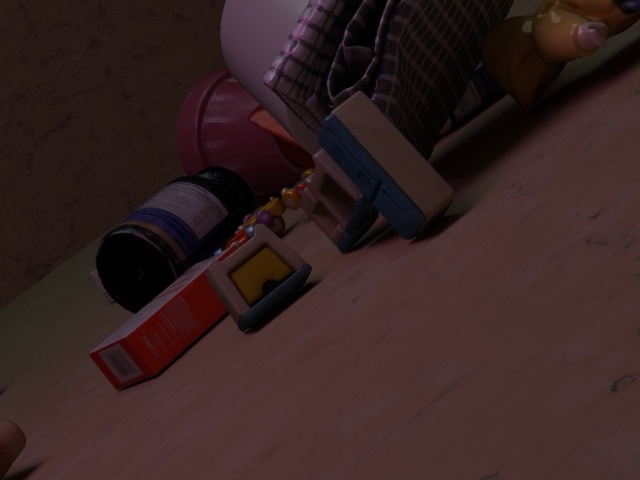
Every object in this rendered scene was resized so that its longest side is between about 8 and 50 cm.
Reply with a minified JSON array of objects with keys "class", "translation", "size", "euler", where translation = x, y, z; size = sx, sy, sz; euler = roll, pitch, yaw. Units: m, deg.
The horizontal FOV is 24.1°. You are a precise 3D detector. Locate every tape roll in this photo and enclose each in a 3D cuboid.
[{"class":"tape roll","translation":[0.027,-0.232,1.751],"size":[0.246,0.246,0.169],"euler":[-36,44,-6]}]

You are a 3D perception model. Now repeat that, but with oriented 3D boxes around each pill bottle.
[{"class":"pill bottle","translation":[0.140,-0.177,1.681],"size":[0.169,0.094,0.094],"euler":[-36,8,-7]},{"class":"pill bottle","translation":[-0.173,-0.006,1.875],"size":[0.123,0.123,0.219],"euler":[-29,10,38]}]

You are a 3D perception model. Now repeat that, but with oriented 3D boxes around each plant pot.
[{"class":"plant pot","translation":[-0.068,-0.146,2.048],"size":[0.201,0.201,0.180],"euler":[-40,23,-31]}]

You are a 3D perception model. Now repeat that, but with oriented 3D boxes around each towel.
[{"class":"towel","translation":[0.082,-0.192,1.435],"size":[0.235,0.121,0.284],"euler":[-60,-17,-3]}]

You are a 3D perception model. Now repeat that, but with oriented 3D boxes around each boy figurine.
[{"class":"boy figurine","translation":[0.262,-0.206,1.379],"size":[0.285,0.092,0.177],"euler":[-30,10,37]}]

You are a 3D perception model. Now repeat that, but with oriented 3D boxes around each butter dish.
[{"class":"butter dish","translation":[0.015,-0.138,1.924],"size":[0.160,0.118,0.160],"euler":[27,53,33]}]

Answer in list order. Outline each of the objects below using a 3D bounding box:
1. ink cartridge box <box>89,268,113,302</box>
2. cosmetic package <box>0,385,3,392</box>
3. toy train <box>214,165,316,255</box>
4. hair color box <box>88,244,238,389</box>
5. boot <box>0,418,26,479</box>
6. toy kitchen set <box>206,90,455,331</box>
[{"class":"ink cartridge box","translation":[-0.274,0.027,2.301],"size":[0.135,0.056,0.099],"euler":[-41,11,-38]},{"class":"cosmetic package","translation":[-0.574,0.240,2.118],"size":[0.231,0.117,0.085],"euler":[-41,9,-39]},{"class":"toy train","translation":[-0.044,-0.024,1.743],"size":[0.166,0.046,0.125],"euler":[-37,10,6]},{"class":"hair color box","translation":[-0.148,0.079,1.543],"size":[0.167,0.053,0.093],"euler":[-43,10,-34]},{"class":"boot","translation":[-0.411,0.258,1.460],"size":[0.207,0.090,0.248],"euler":[-42,11,-37]},{"class":"toy kitchen set","translation":[0.000,0.000,1.311],"size":[0.166,0.122,0.207],"euler":[-39,-11,-18]}]
